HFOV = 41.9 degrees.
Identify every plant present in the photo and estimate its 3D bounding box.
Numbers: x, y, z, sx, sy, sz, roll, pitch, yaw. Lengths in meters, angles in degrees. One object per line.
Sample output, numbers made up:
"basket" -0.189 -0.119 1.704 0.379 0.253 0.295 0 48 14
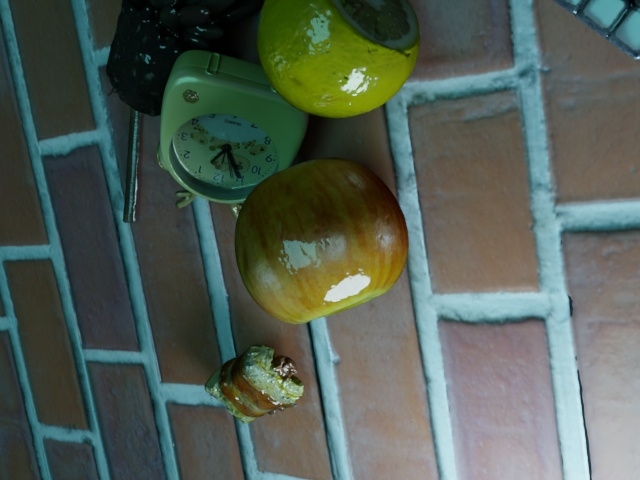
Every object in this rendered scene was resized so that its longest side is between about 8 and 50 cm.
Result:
"plant" -0.239 -0.377 1.422 0.194 0.182 0.320 51 122 17

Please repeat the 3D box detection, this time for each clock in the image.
"clock" -0.161 -0.162 1.423 0.235 0.096 0.308 13 133 -10

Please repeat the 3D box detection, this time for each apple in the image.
"apple" 0.000 0.000 1.322 0.286 0.286 0.233 -27 81 35

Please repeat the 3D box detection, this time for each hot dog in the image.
"hot dog" -0.119 0.266 1.574 0.213 0.103 0.146 -27 109 44

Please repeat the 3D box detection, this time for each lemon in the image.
"lemon" 0.013 -0.293 1.252 0.219 0.240 0.240 -39 81 44

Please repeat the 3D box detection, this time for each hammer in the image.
"hammer" -0.372 -0.175 1.654 0.125 0.027 0.297 16 112 28

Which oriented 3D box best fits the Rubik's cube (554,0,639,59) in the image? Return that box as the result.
"Rubik's cube" 0.383 -0.376 0.985 0.237 0.237 0.238 41 122 18
